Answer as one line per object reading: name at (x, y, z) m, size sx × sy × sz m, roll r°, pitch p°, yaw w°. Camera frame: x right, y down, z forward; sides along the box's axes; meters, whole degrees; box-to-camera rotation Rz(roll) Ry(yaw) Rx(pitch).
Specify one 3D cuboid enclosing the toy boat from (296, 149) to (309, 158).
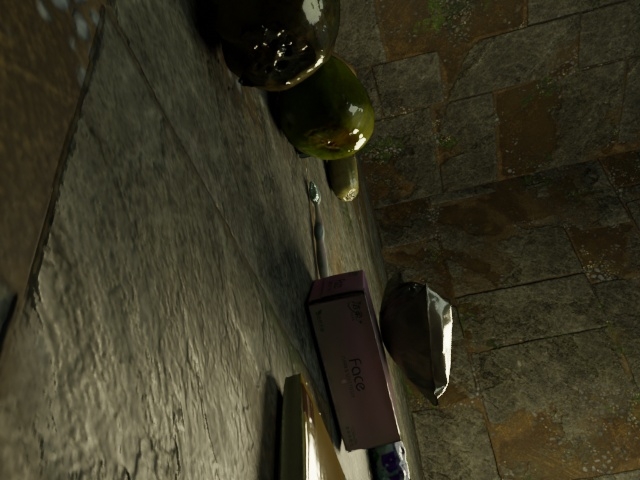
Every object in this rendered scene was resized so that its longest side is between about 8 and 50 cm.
toy boat at (0.021, -0.188, 1.194) m, size 0.066 × 0.140 × 0.059 m, roll 44°, pitch 31°, yaw -47°

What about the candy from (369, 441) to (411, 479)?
candy at (0.141, 0.451, 1.299) m, size 0.145 × 0.070 × 0.275 m, roll 76°, pitch 0°, yaw -65°

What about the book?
book at (0.020, 0.368, 0.697) m, size 0.269 × 0.032 × 0.389 m, roll -94°, pitch 169°, yaw -53°

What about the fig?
fig at (-0.006, -0.235, 1.089) m, size 0.233 × 0.167 × 0.167 m, roll 52°, pitch -11°, yaw 39°

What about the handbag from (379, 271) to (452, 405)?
handbag at (0.156, 0.143, 1.071) m, size 0.270 × 0.117 × 0.182 m, roll -118°, pitch -153°, yaw -84°

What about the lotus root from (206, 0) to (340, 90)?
lotus root at (-0.054, -0.297, 0.774) m, size 0.152 × 0.160 × 0.274 m, roll 51°, pitch 26°, yaw -50°

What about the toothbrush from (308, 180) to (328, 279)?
toothbrush at (0.000, 0.000, 1.177) m, size 0.027 × 0.021 × 0.269 m, roll 46°, pitch 30°, yaw -51°

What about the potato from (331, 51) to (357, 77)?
potato at (0.017, -0.369, 1.517) m, size 0.150 × 0.146 × 0.234 m, roll 47°, pitch 8°, yaw 3°

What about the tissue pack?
tissue pack at (0.056, 0.182, 1.020) m, size 0.148 × 0.093 × 0.246 m, roll -76°, pitch 152°, yaw -78°

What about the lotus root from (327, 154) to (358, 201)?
lotus root at (0.056, -0.188, 1.671) m, size 0.090 × 0.077 × 0.183 m, roll 77°, pitch 6°, yaw -67°
